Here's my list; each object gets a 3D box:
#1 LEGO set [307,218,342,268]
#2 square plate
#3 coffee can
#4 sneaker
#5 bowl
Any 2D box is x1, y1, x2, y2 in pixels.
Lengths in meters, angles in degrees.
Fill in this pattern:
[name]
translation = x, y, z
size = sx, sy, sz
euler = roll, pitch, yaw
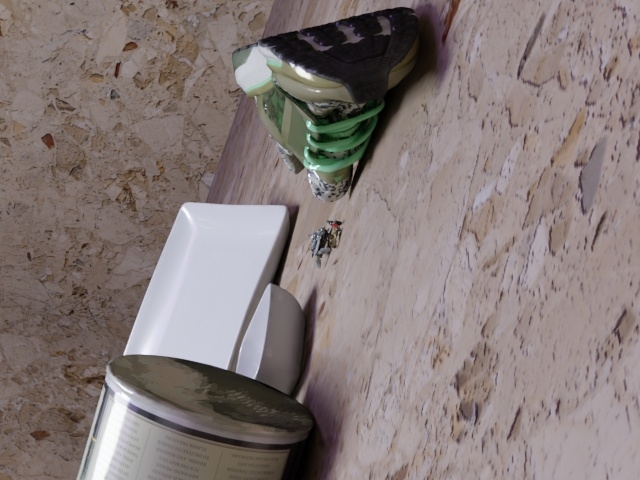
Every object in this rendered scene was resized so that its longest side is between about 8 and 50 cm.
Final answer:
[LEGO set]
translation = 0.001, -0.003, 1.156
size = 0.083, 0.023, 0.054
euler = 121, 162, -56
[square plate]
translation = -0.177, 0.112, 1.573
size = 0.344, 0.049, 0.347
euler = 5, 72, 58
[coffee can]
translation = -0.139, 0.269, 0.998
size = 0.201, 0.201, 0.276
euler = -137, 63, -79
[sneaker]
translation = 0.018, -0.130, 1.088
size = 0.410, 0.158, 0.182
euler = -144, 39, -77
[bowl]
translation = -0.056, 0.135, 1.176
size = 0.142, 0.053, 0.142
euler = -85, 14, -46
